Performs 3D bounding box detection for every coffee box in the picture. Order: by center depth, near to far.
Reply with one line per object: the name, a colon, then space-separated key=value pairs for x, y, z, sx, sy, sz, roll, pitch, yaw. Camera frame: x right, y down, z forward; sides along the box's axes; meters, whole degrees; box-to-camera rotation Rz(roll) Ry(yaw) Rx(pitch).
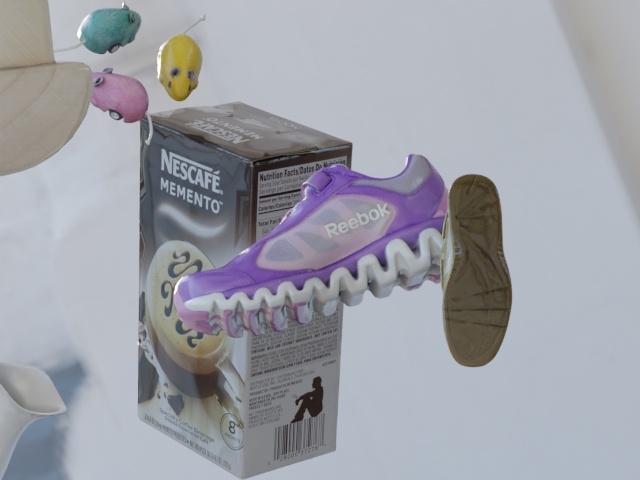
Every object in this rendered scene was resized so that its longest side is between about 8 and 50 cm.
coffee box: x=-0.073 y=0.040 z=1.750 sx=0.119 sy=0.297 sz=0.168 roll=-13 pitch=24 yaw=-38

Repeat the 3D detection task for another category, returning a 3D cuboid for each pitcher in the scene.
pitcher: x=-0.402 y=0.208 z=2.084 sx=0.207 sy=0.178 sz=0.125 roll=-46 pitch=42 yaw=10

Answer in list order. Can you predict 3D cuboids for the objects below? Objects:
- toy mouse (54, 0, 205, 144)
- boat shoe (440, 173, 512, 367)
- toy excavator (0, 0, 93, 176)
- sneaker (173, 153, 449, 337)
toy mouse: x=-0.172 y=-0.158 z=1.688 sx=0.143 sy=0.161 sz=0.031 roll=12 pitch=-34 yaw=-12
boat shoe: x=0.109 y=0.023 z=1.364 sx=0.050 sy=0.135 sz=0.045 roll=3 pitch=-10 yaw=1
toy excavator: x=-0.286 y=-0.291 z=1.068 sx=0.445 sy=0.433 sz=0.222 roll=19 pitch=-3 yaw=-27
sneaker: x=0.000 y=0.000 z=1.445 sx=0.236 sy=0.104 sz=0.095 roll=-16 pitch=-12 yaw=-10
